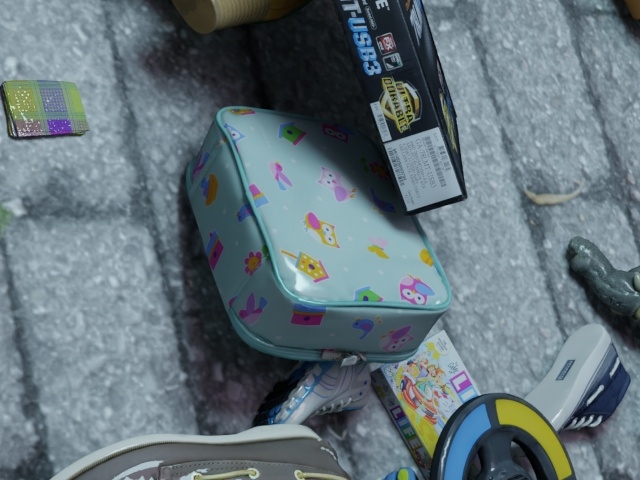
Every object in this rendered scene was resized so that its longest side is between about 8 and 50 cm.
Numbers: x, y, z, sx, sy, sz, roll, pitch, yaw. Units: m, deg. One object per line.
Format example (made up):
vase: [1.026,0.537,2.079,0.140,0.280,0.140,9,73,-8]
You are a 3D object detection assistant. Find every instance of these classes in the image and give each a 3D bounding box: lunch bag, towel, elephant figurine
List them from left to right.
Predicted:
towel: [-0.270,-0.129,1.593,0.083,0.009,0.060,-6,72,-37]
lunch bag: [0.000,0.000,1.609,0.224,0.108,0.279,7,44,-34]
elephant figurine: [0.422,0.088,1.882,0.186,0.169,0.239,36,30,-53]

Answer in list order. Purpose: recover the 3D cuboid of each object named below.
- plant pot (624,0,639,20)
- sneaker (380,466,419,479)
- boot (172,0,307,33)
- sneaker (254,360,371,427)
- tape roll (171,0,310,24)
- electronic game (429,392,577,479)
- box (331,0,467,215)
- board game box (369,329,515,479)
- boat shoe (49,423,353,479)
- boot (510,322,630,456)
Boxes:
plant pot: [0.476,-0.400,2.073,0.291,0.291,0.203,-17,96,-38]
sneaker: [0.090,0.318,1.607,0.078,0.067,0.188,18,56,-52]
boot: [-0.110,-0.357,1.661,0.211,0.104,0.295,-32,95,-44]
sneaker: [0.008,0.148,1.619,0.083,0.071,0.190,50,51,-13]
tape roll: [-0.102,-0.396,1.788,0.321,0.077,0.321,14,62,-28]
electronic game: [0.188,0.267,1.638,0.229,0.048,0.229,15,68,-43]
box: [0.073,-0.208,1.661,0.295,0.073,0.293,-80,154,-70]
board game box: [0.127,0.183,1.708,0.103,0.026,0.154,-27,86,-40]
boat shoe: [-0.106,0.240,1.454,0.324,0.116,0.097,-4,30,-39]
boot: [0.278,0.185,1.788,0.190,0.069,0.086,-48,118,-28]
